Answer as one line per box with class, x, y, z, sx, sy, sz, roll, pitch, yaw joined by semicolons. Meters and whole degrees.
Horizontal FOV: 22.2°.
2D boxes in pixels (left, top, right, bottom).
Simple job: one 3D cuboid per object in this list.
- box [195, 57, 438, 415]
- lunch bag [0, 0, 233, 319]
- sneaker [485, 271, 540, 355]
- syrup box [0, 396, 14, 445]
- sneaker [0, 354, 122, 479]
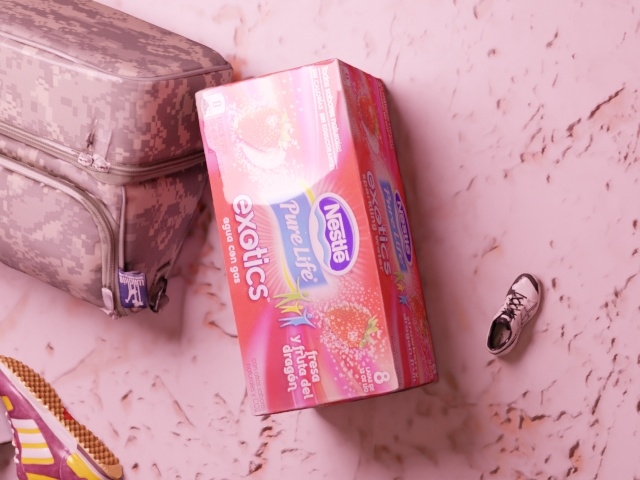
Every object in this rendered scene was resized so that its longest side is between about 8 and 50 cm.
box;0.000;0.000;1.493;0.142;0.154;0.300;-12;84;17
lunch bag;-0.255;-0.088;1.558;0.305;0.212;0.256;22;112;18
sneaker;0.177;0.068;1.493;0.032;0.037;0.083;23;95;19
syrup box;-0.399;0.177;1.575;0.093;0.237;0.096;-23;82;17
sneaker;-0.287;0.196;1.626;0.185;0.069;0.084;45;96;15
